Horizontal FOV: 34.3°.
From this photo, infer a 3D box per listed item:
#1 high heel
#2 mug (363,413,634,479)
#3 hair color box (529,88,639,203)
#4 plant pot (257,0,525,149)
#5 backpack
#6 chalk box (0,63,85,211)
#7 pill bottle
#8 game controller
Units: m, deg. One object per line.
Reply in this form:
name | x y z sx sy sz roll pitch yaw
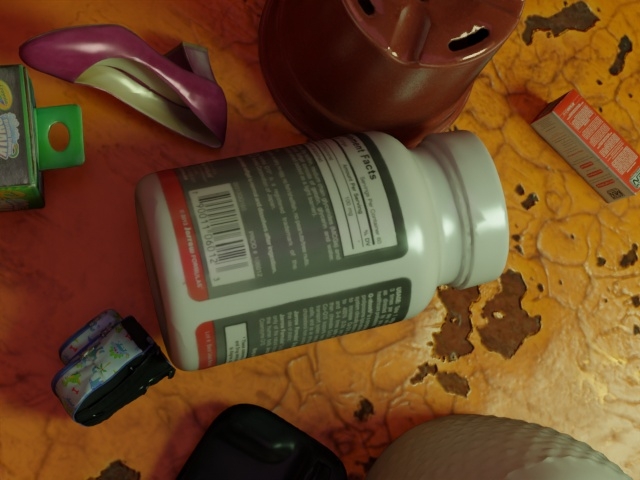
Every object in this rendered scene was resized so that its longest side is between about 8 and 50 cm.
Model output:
high heel | -0.202 -0.157 1.107 0.244 0.082 0.117 0 71 -51
mug | 0.243 0.334 1.045 0.374 0.328 0.276 19 80 -8
hair color box | 0.326 -0.112 1.250 0.141 0.072 0.043 45 77 -4
plant pot | 0.085 -0.246 1.121 0.272 0.265 0.273 1 83 -11
backpack | -0.228 0.136 1.097 0.114 0.105 0.084 -41 69 -12
chalk box | -0.356 -0.101 1.086 0.213 0.132 0.133 -4 83 -13
pill bottle | 0.000 0.000 1.102 0.362 0.210 0.210 -12 85 -13
game controller | -0.110 0.337 1.108 0.166 0.067 0.319 31 82 12
